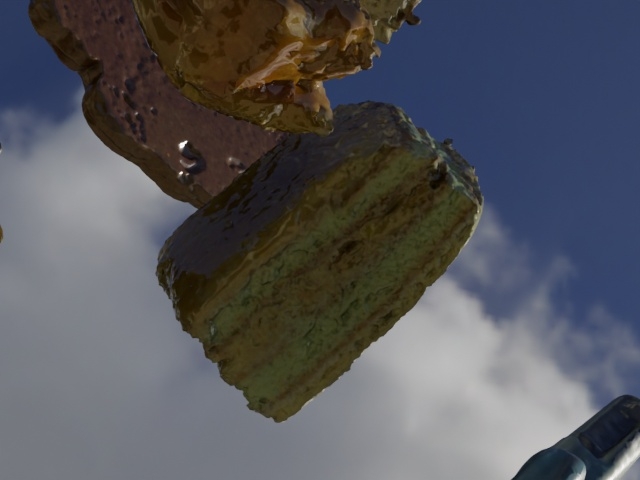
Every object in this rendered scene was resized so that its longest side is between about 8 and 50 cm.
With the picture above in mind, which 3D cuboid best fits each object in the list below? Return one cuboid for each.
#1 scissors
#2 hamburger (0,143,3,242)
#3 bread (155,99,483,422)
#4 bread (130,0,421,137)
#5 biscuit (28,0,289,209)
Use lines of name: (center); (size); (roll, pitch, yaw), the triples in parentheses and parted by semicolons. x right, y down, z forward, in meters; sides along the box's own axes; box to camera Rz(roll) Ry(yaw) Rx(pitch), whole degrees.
scissors: (0.109, 0.124, 0.936); (0.041, 0.289, 0.138); (38, -64, 13)
hamburger: (-0.230, -0.118, 0.695); (0.195, 0.277, 0.318); (-13, -95, -2)
bread: (0.000, 0.000, 1.191); (0.196, 0.138, 0.102); (-40, -66, 7)
bread: (-0.049, -0.204, 1.046); (0.185, 0.380, 0.109); (17, -51, -42)
biscuit: (-0.118, -0.123, 1.529); (0.041, 0.208, 0.290); (-27, -38, 32)
